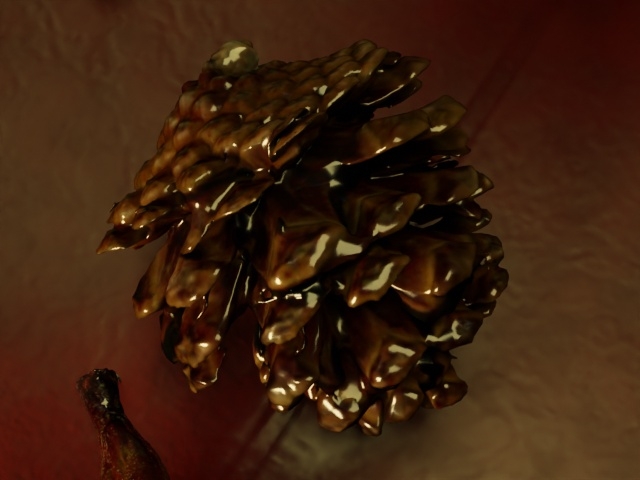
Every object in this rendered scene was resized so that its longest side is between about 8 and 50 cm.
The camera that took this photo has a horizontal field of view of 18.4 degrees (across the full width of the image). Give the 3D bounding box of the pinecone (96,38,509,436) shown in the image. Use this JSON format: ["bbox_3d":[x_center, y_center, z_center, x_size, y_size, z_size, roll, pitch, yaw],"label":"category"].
[{"bbox_3d":[0.000,0.000,0.794,0.174,0.173,0.173,1,68,-2],"label":"pinecone"}]

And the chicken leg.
[{"bbox_3d":[-0.083,0.123,0.802,0.062,0.037,0.145,5,69,15],"label":"chicken leg"}]
